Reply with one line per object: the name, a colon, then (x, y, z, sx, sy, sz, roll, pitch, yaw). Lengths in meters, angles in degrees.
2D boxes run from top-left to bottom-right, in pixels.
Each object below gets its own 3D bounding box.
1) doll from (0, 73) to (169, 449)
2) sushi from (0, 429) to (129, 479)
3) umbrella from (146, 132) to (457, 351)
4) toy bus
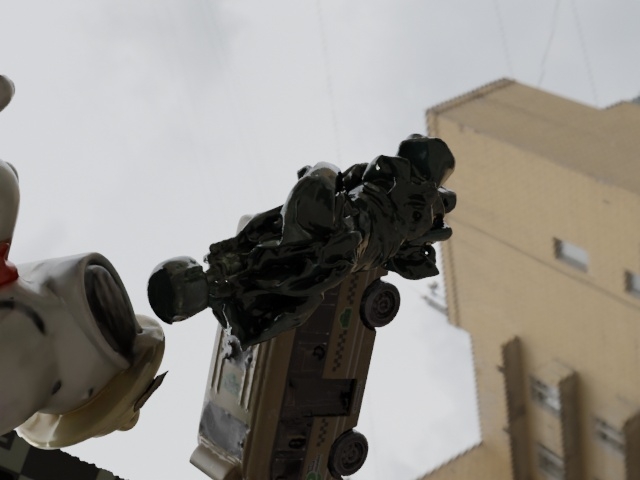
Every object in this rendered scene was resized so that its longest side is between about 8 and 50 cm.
doll: (-0.211, 0.019, 0.821, 0.208, 0.144, 0.271, 0, -96, -58)
sushi: (-0.430, 0.347, 1.263, 0.373, 0.100, 0.296, 25, -84, 1)
umbrella: (0.002, 0.003, 0.953, 0.349, 0.094, 0.143, -19, -75, -47)
toy bus: (-0.031, 0.121, 1.154, 0.157, 0.139, 0.289, 5, -79, -38)
